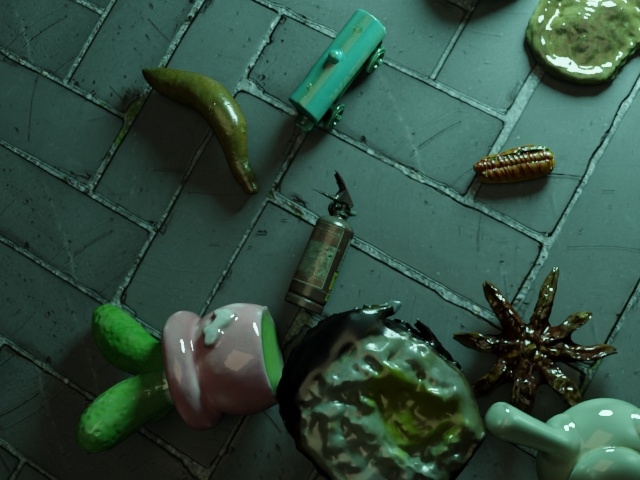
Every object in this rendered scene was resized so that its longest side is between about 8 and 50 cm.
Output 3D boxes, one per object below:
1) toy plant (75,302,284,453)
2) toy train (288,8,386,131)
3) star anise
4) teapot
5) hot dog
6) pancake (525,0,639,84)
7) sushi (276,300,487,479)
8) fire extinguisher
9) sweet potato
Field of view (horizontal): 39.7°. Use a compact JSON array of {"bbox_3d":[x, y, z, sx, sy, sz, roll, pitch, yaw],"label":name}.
[{"bbox_3d":[-0.246,0.216,1.575,0.356,0.211,0.317,-17,45,12],"label":"toy plant"},{"bbox_3d":[0.032,-0.313,1.616,0.101,0.159,0.248,37,88,9],"label":"toy train"},{"bbox_3d":[0.364,0.184,1.503,0.288,0.088,0.288,-2,80,9],"label":"star anise"},{"bbox_3d":[0.397,0.346,1.393,0.318,0.149,0.220,5,110,-3],"label":"teapot"},{"bbox_3d":[0.345,-0.136,1.582,0.144,0.038,0.062,-8,80,11],"label":"hot dog"},{"bbox_3d":[0.489,-0.393,1.593,0.236,0.042,0.223,-25,80,8],"label":"pancake"},{"bbox_3d":[0.079,0.255,1.416,0.281,0.294,0.300,-30,91,-7],"label":"sushi"},{"bbox_3d":[0.007,0.003,1.594,0.075,0.106,0.252,20,86,34],"label":"fire extinguisher"},{"bbox_3d":[-0.206,-0.241,1.697,0.346,0.079,0.108,50,121,13],"label":"sweet potato"}]
